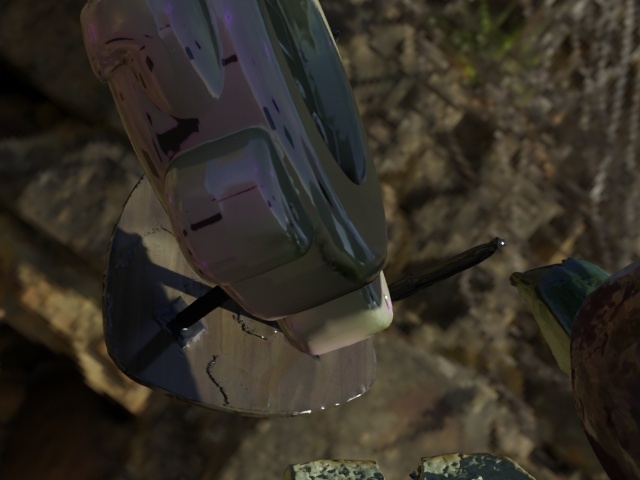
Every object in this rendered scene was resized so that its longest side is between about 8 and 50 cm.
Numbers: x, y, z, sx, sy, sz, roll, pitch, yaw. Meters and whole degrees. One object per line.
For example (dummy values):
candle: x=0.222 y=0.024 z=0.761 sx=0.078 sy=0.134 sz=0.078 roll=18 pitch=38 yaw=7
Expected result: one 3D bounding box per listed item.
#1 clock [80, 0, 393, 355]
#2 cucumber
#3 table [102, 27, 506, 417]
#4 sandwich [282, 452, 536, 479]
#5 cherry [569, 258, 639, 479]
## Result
clock: x=-0.054 y=-0.095 z=1.070 sx=0.284 sy=0.114 sz=0.309 roll=47 pitch=24 yaw=-65
cucumber: x=0.297 y=0.133 z=1.564 sx=0.325 sy=0.145 sz=0.105 roll=60 pitch=-19 yaw=22
table: x=0.000 y=0.000 z=1.609 sx=0.317 sy=0.249 sz=0.317 roll=22 pitch=49 yaw=-28
sandwich: x=0.104 y=0.307 z=1.638 sx=0.273 sy=0.095 sz=0.249 roll=-1 pitch=35 yaw=-19
cherry: x=0.217 y=0.074 z=0.895 sx=0.176 sy=0.176 sz=0.140 roll=36 pitch=5 yaw=-34
